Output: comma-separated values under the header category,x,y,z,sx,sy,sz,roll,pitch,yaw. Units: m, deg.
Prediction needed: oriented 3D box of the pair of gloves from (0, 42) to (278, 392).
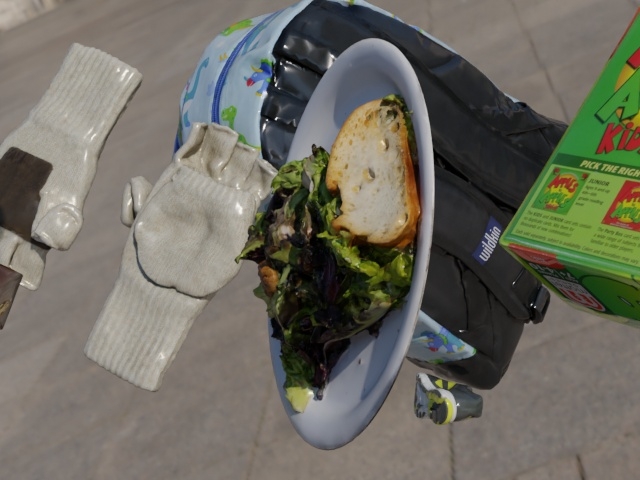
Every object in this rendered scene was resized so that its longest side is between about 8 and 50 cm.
category,x,y,z,sx,sy,sz,roll,pitch,yaw
pair of gloves,-0.161,-0.025,0.893,0.204,0.240,0.042,-56,-23,1

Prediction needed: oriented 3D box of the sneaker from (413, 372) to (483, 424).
category,x,y,z,sx,sy,sz,roll,pitch,yaw
sneaker,0.088,0.113,0.818,0.035,0.031,0.083,3,6,-11

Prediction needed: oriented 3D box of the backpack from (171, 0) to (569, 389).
category,x,y,z,sx,sy,sz,roll,pitch,yaw
backpack,0.040,-0.064,1.073,0.273,0.355,0.290,9,73,43

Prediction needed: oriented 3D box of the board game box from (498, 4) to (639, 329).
category,x,y,z,sx,sy,sz,roll,pitch,yaw
board game box,0.138,-0.010,0.291,0.181,0.043,0.092,19,73,55

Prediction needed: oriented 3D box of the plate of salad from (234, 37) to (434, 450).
category,x,y,z,sx,sy,sz,roll,pitch,yaw
plate of salad,0.000,0.000,0.567,0.048,0.200,0.200,7,5,-22

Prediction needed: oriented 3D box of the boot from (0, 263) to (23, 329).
category,x,y,z,sx,sy,sz,roll,pitch,yaw
boot,-0.229,0.023,0.629,0.106,0.114,0.037,-52,-5,-48
